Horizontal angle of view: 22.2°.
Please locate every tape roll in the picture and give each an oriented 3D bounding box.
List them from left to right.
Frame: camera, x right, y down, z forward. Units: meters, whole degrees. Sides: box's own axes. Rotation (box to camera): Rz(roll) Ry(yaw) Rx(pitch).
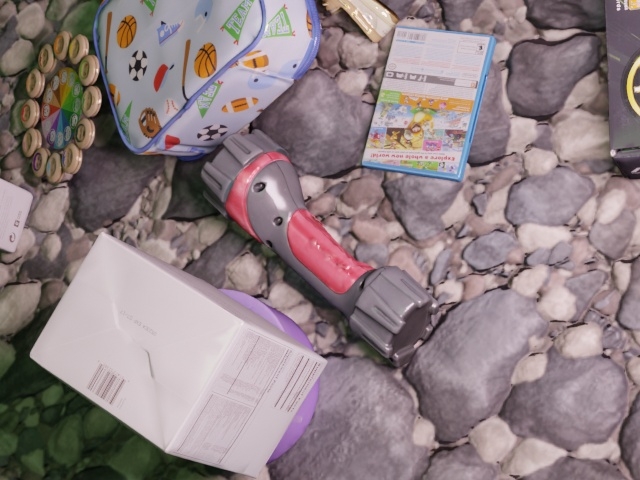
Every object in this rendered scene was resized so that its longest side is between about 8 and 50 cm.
[{"bbox_3d":[-0.102,0.152,1.779,0.189,0.080,0.189,-6,73,21],"label":"tape roll"}]

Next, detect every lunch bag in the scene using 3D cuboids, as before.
[{"bbox_3d":[-0.129,-0.248,1.838,0.303,0.115,0.243,-36,59,38],"label":"lunch bag"}]

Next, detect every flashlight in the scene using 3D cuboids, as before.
[{"bbox_3d":[0.000,0.000,1.767,0.304,0.103,0.103,40,90,29],"label":"flashlight"}]

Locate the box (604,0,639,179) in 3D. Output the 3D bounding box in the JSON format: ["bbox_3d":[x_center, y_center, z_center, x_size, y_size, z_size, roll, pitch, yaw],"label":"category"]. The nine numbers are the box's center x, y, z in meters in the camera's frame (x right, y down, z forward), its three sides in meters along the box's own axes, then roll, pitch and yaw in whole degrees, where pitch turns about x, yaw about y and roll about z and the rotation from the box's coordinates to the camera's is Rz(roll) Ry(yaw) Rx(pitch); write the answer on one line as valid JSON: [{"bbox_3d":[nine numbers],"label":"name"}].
[{"bbox_3d":[0.448,-0.271,1.650,0.318,0.097,0.395,-4,73,20],"label":"box"}]

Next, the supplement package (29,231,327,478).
[{"bbox_3d":[-0.140,0.120,1.646,0.194,0.203,0.149,31,89,28],"label":"supplement package"}]

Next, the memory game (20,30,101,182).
[{"bbox_3d":[-0.313,-0.160,1.953,0.186,0.012,0.186,-10,77,51],"label":"memory game"}]

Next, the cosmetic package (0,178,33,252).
[{"bbox_3d":[-0.454,-0.058,1.909,0.117,0.231,0.085,12,80,26],"label":"cosmetic package"}]

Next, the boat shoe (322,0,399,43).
[{"bbox_3d":[0.025,-0.276,1.851,0.135,0.050,0.045,39,101,11],"label":"boat shoe"}]

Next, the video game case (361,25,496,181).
[{"bbox_3d":[0.120,-0.153,1.806,0.119,0.015,0.166,10,79,25],"label":"video game case"}]

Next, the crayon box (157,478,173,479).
[{"bbox_3d":[-0.028,0.369,1.614,0.318,0.081,0.202,17,78,-18],"label":"crayon box"}]
